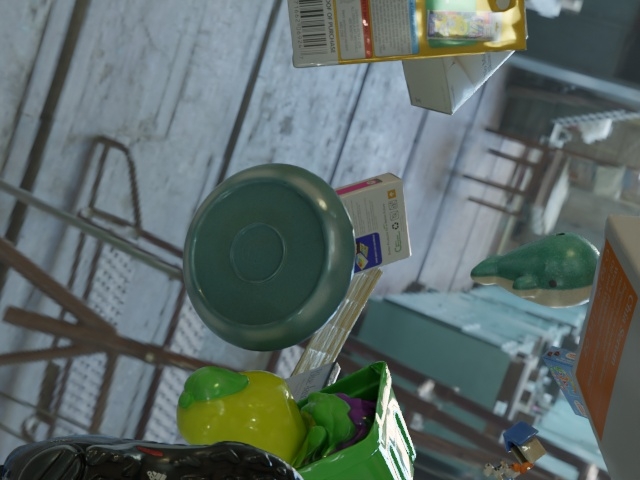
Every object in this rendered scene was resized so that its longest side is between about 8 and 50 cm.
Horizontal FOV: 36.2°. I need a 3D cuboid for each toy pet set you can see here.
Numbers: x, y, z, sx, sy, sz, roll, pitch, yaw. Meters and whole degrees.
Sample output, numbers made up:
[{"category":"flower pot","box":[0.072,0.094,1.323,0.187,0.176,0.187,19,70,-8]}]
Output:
[{"category":"toy pet set","box":[0.305,0.345,1.580,0.114,0.065,0.122,-30,166,-21]}]

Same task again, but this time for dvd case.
[{"category":"dvd case","box":[-0.094,0.307,1.780,0.022,0.253,0.180,63,21,-14]}]

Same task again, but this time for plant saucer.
[{"category":"plant saucer","box":[-0.097,0.023,1.614,0.044,0.318,0.317,24,87,-67]}]

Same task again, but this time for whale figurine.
[{"category":"whale figurine","box":[0.450,0.049,2.034,0.216,0.272,0.141,-25,117,-51]}]

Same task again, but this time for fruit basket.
[{"category":"fruit basket","box":[-0.073,0.307,1.513,0.283,0.392,0.392,-66,168,-66]}]

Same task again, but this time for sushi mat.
[{"category":"sushi mat","box":[0.036,0.186,2.150,0.151,0.019,0.316,23,96,-58]}]

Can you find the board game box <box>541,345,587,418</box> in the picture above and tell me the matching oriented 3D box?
[{"category":"board game box","box":[0.519,0.281,1.788,0.039,0.211,0.160,-43,116,-20]}]

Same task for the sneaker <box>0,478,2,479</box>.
[{"category":"sneaker","box":[-0.310,0.291,1.165,0.170,0.089,0.051,12,62,-39]}]

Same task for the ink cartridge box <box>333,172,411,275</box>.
[{"category":"ink cartridge box","box":[0.000,0.000,1.940,0.371,0.069,0.175,-19,117,-20]}]

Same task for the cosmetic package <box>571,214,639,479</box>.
[{"category":"cosmetic package","box":[0.386,0.180,0.938,0.453,0.161,0.230,-92,-175,-61]}]

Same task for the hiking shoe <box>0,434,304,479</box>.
[{"category":"hiking shoe","box":[-0.147,0.227,0.916,0.304,0.132,0.113,20,82,-33]}]

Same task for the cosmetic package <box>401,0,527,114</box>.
[{"category":"cosmetic package","box":[0.307,-0.422,2.068,0.309,0.113,0.160,-47,139,-28]}]

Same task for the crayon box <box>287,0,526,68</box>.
[{"category":"crayon box","box":[0.116,-0.352,1.339,0.083,0.323,0.203,-51,137,-67]}]
